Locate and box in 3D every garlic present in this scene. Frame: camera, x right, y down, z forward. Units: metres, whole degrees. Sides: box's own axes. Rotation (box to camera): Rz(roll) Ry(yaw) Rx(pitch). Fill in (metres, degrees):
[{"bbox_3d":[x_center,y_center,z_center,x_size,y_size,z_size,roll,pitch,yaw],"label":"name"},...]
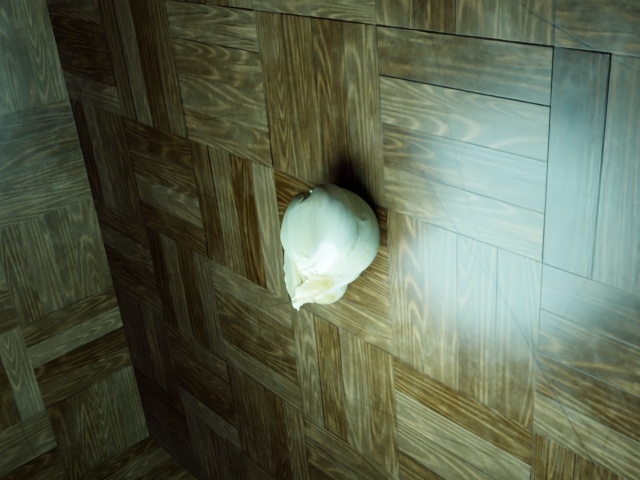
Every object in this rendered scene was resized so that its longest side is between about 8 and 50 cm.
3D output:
[{"bbox_3d":[0.016,-0.005,1.441,0.281,0.185,0.203,91,168,-62],"label":"garlic"}]
